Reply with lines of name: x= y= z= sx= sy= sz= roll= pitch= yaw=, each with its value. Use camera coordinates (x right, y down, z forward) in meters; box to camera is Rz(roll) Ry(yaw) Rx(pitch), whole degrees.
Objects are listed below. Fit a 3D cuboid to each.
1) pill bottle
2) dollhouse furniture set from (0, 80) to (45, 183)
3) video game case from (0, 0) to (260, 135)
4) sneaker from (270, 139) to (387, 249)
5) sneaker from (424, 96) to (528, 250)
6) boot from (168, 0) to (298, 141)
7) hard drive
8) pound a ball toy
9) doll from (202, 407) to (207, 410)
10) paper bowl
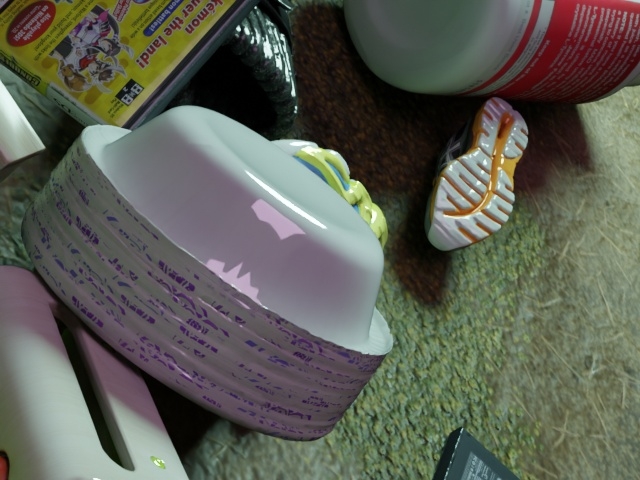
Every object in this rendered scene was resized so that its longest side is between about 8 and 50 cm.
pill bottle: x=0.236 y=-0.268 z=1.739 sx=0.408 sy=0.229 sz=0.229 roll=-1 pitch=63 yaw=-46
dollhouse furniture set: x=-0.333 y=-0.033 z=1.041 sx=0.212 sy=0.161 sz=0.242 roll=56 pitch=38 yaw=2
video game case: x=-0.179 y=-0.244 z=1.313 sx=0.248 sy=0.035 sz=0.275 roll=37 pitch=67 yaw=4
sneaker: x=0.000 y=0.000 z=1.374 sx=0.240 sy=0.091 sz=0.126 roll=31 pitch=49 yaw=-56
sneaker: x=0.151 y=-0.057 z=1.618 sx=0.084 sy=0.083 sz=0.215 roll=44 pitch=44 yaw=-12
boot: x=-0.148 y=-0.261 z=1.423 sx=0.348 sy=0.131 sz=0.260 roll=31 pitch=44 yaw=-26
hard drive: x=0.161 y=0.248 z=1.442 sx=0.135 sy=0.022 sz=0.094 roll=43 pitch=40 yaw=-13
pound a ball toy: x=-0.204 y=0.174 z=0.982 sx=0.136 sy=0.208 sz=0.319 roll=30 pitch=13 yaw=-30
doll: x=-0.096 y=0.085 z=1.284 sx=0.189 sy=0.046 sz=0.129 roll=26 pitch=35 yaw=-32
paper bowl: x=-0.067 y=0.009 z=1.168 sx=0.284 sy=0.148 sz=0.284 roll=36 pitch=11 yaw=-8
